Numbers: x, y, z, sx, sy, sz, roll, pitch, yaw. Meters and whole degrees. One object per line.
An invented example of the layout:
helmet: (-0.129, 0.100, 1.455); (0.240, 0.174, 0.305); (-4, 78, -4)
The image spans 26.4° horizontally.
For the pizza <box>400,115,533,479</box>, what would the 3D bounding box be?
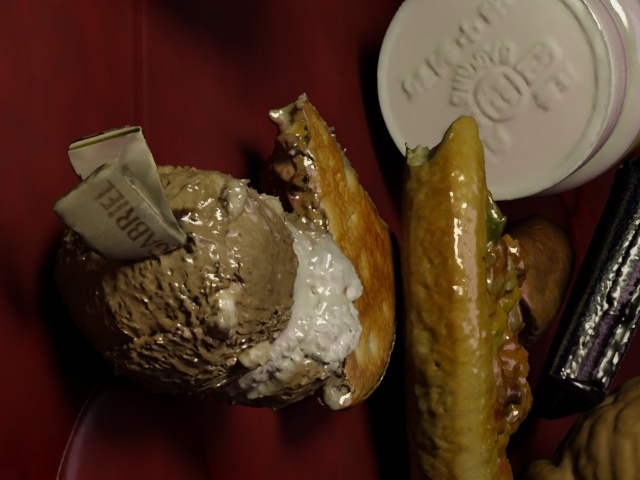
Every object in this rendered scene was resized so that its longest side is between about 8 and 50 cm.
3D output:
pizza: (0.099, 0.091, 0.969); (0.258, 0.087, 0.268); (67, 26, -55)

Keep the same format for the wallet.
wallet: (0.258, 0.056, 1.245); (0.262, 0.071, 0.221); (86, 26, -77)

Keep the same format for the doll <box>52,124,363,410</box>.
doll: (-0.060, 0.021, 0.640); (0.221, 0.115, 0.105); (28, 65, -64)

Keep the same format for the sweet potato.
sweet potato: (0.186, 0.025, 1.265); (0.251, 0.097, 0.097); (-49, 125, -68)

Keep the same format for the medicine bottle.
medicine bottle: (0.192, -0.151, 1.182); (0.379, 0.213, 0.213); (-25, 104, -66)

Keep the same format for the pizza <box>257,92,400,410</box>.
pizza: (0.000, 0.000, 0.866); (0.201, 0.053, 0.193); (-51, 127, -68)

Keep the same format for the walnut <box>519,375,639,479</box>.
walnut: (0.317, 0.266, 1.213); (0.333, 0.333, 0.333); (-10, 90, -67)
